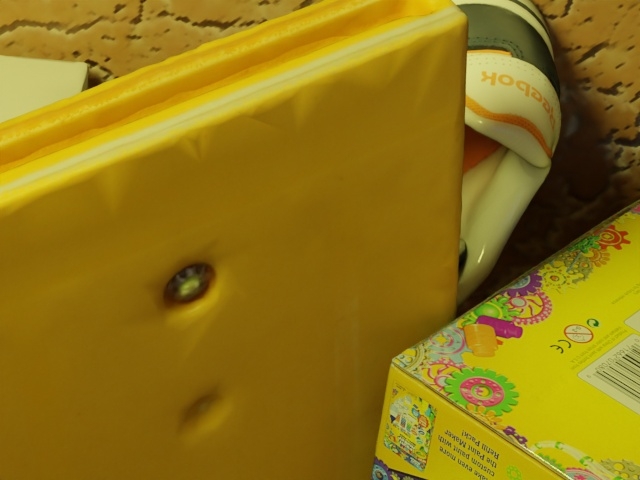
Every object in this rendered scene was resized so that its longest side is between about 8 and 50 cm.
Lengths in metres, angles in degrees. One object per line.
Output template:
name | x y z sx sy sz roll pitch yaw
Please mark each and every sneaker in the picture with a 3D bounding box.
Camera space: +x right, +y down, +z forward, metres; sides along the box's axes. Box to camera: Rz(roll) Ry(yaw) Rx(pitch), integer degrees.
sneaker | 0.000 0.000 0.903 0.126 0.127 0.321 31 122 -23

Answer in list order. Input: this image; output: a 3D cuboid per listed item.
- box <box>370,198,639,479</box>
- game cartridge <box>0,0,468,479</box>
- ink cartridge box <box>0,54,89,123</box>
box | 0.175 0.151 0.893 0.177 0.290 0.279 33 134 30
game cartridge | -0.064 0.063 0.756 0.285 0.052 0.323 -24 138 -23
ink cartridge box | -0.214 0.030 0.855 0.168 0.232 0.171 5 126 -2
